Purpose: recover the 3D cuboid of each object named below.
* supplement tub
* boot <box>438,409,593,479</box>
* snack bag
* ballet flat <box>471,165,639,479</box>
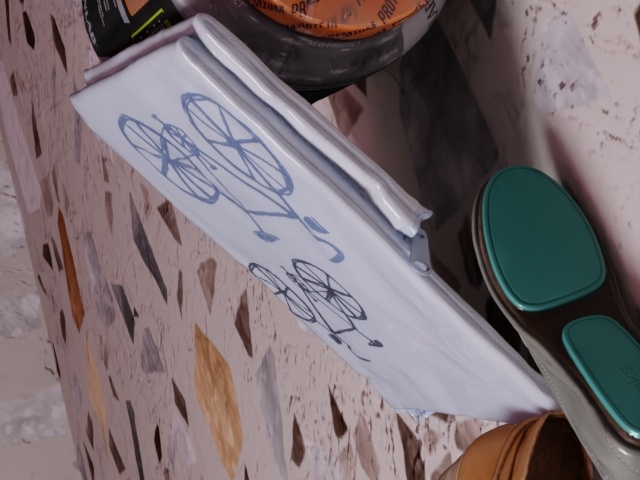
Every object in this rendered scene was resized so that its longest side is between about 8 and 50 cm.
[{"bbox_3d":[-0.032,-0.179,1.213,0.316,0.193,0.193,168,91,-72],"label":"supplement tub"},{"bbox_3d":[0.109,0.200,1.105,0.152,0.073,0.197,134,135,-63],"label":"boot"},{"bbox_3d":[0.000,0.000,1.210,0.342,0.037,0.323,44,166,-12],"label":"snack bag"},{"bbox_3d":[0.135,0.052,1.040,0.068,0.072,0.213,93,158,-47],"label":"ballet flat"}]
